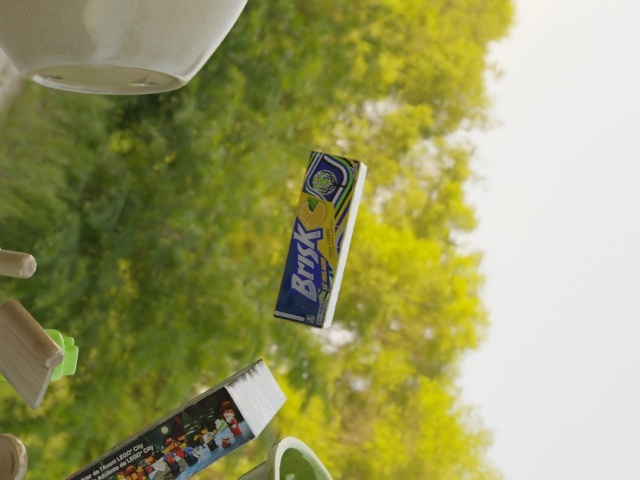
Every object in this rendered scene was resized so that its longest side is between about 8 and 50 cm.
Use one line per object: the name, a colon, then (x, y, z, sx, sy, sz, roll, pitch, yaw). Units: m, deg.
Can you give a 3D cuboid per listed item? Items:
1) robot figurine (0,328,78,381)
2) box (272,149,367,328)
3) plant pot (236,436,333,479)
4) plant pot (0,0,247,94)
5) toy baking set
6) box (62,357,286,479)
robot figurine: (-0.367, 0.145, 1.578, 0.101, 0.115, 0.067, -133, -129, -57)
box: (0.000, 0.000, 1.237, 0.059, 0.054, 0.169, 14, 88, -82)
plant pot: (-0.095, 0.348, 1.117, 0.276, 0.253, 0.276, -22, 90, -80)
plant pot: (-0.170, -0.223, 1.012, 0.284, 0.284, 0.191, 147, -57, -82)
toy baking set: (-0.281, 0.086, 0.871, 0.030, 0.256, 0.197, 5, 96, -56)
box: (-0.114, 0.157, 0.963, 0.159, 0.044, 0.233, -31, 177, 2)
